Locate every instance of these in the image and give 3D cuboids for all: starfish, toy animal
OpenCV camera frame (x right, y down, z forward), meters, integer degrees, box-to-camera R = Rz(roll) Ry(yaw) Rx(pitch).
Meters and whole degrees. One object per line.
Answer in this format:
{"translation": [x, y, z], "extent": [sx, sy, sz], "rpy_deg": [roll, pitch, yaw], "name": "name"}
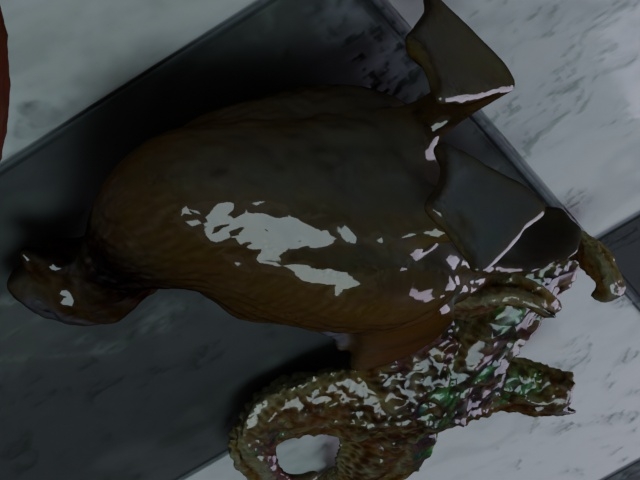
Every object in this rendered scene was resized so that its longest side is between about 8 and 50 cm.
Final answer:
{"translation": [0.040, 0.058, 0.788], "extent": [0.150, 0.053, 0.209], "rpy_deg": [4, 146, -19], "name": "starfish"}
{"translation": [0.000, 0.000, 0.628], "extent": [0.179, 0.089, 0.188], "rpy_deg": [-25, 155, 37], "name": "toy animal"}

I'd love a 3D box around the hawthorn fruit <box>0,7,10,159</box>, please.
{"translation": [-0.144, -0.028, 0.406], "extent": [0.157, 0.157, 0.194], "rpy_deg": [-18, 153, -9], "name": "hawthorn fruit"}
